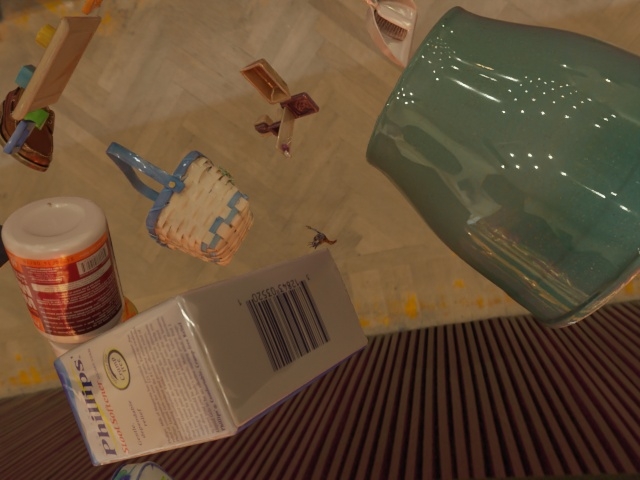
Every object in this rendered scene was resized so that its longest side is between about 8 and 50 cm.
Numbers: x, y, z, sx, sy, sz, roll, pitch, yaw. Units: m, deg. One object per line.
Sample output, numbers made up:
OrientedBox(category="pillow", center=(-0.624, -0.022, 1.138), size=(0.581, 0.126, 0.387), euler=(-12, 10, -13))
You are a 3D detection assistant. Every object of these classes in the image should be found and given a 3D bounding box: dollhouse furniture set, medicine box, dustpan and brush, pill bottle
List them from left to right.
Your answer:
OrientedBox(category="pill bottle", center=(-0.335, 0.061, 0.717), size=(0.121, 0.121, 0.221), euler=(13, 128, 11))
OrientedBox(category="medicine box", center=(-0.136, 0.143, 0.682), size=(0.289, 0.263, 0.149), euler=(-27, 84, 36))
OrientedBox(category="dollhouse furniture set", center=(-0.072, -0.151, 0.645), size=(0.091, 0.114, 0.081), euler=(-8, 61, 31))
OrientedBox(category="dustpan and brush", center=(0.120, -0.455, 1.056), size=(0.211, 0.060, 0.147), euler=(17, 77, -26))

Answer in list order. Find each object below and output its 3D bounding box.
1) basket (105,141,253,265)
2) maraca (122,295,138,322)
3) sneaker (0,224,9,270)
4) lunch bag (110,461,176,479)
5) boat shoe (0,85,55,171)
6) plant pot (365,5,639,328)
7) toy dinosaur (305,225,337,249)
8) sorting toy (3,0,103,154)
OrientedBox(category="basket", center=(-0.288, -0.082, 1.101), size=(0.288, 0.255, 0.201), euler=(26, 78, 1))
OrientedBox(category="maraca", center=(-0.460, 0.150, 1.080), size=(0.185, 0.127, 0.099), euler=(29, 137, -24))
OrientedBox(category="sneaker", center=(-0.626, 0.000, 0.834), size=(0.148, 0.350, 0.131), euler=(-41, 82, 22))
OrientedBox(category="lunch bag", center=(-0.329, 0.523, 0.944), size=(0.090, 0.219, 0.176), euler=(-16, 126, 21))
OrientedBox(category="boat shoe", center=(-0.692, -0.283, 1.253), size=(0.104, 0.110, 0.307), euler=(-48, 55, 10))
OrientedBox(category="plant pot", center=(0.196, -0.093, 0.542), size=(0.255, 0.271, 0.272), euler=(32, 102, 8))
OrientedBox(category="toy dinosaur", center=(0.000, 0.000, 1.241), size=(0.090, 0.082, 0.047), euler=(18, 102, 11))
OrientedBox(category="sorting toy", center=(-0.446, -0.302, 0.881), size=(0.047, 0.196, 0.348), euler=(32, 107, -20))
